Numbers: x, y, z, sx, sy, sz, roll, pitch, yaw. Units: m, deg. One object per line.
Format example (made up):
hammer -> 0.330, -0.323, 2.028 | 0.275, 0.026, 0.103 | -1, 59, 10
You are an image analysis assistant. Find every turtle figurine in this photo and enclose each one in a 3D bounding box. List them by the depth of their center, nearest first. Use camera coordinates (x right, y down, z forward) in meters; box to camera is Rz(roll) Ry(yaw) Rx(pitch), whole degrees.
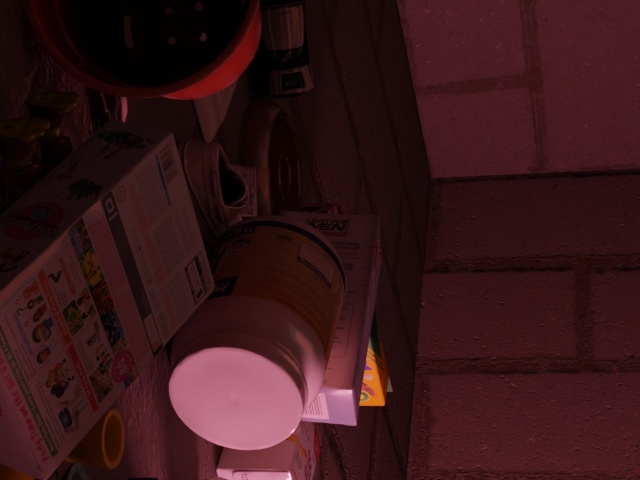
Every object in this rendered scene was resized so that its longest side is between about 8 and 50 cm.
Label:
turtle figurine -> -0.283, -0.047, 1.366 | 0.269, 0.087, 0.217 | -39, 135, -45

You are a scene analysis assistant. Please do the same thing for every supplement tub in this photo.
supplement tub -> -0.092, 0.133, 1.884 | 0.316, 0.228, 0.228 | -74, 158, -54

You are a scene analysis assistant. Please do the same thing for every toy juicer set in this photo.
toy juicer set -> -0.282, 0.303, 1.350 | 0.209, 0.089, 0.329 | 69, 23, -55

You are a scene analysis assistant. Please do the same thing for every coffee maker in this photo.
coffee maker -> -0.066, -0.359, 2.314 | 0.171, 0.120, 0.178 | -61, 147, -67

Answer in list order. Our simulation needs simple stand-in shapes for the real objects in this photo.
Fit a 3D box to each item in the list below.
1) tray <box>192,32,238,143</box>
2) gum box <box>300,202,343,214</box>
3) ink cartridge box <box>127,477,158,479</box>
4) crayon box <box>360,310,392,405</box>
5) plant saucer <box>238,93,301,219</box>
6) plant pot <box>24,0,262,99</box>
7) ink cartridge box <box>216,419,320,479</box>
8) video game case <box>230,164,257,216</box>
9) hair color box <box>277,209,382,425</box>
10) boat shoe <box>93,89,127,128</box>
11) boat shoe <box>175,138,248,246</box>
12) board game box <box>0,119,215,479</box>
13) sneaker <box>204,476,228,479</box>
tray -> -0.163, -0.289, 2.082 | 0.270, 0.030, 0.145 | -77, 161, -49
gum box -> 0.000, 0.000, 2.570 | 0.188, 0.107, 0.062 | 73, 20, -48
ink cartridge box -> -0.225, 0.422, 1.675 | 0.097, 0.046, 0.207 | -72, 156, -54
crayon box -> 0.013, 0.213, 2.380 | 0.323, 0.203, 0.083 | 75, 19, -44
plant saucer -> -0.086, -0.118, 2.354 | 0.310, 0.050, 0.311 | -2, 90, -78
plant pot -> -0.185, -0.287, 1.531 | 0.265, 0.272, 0.273 | 24, 64, -84
ink cartridge box -> -0.085, 0.365, 2.108 | 0.176, 0.127, 0.128 | -73, 158, -52
video game case -> -0.139, -0.084, 2.154 | 0.122, 0.011, 0.087 | -3, 91, -68
hair color box -> -0.008, 0.124, 2.158 | 0.114, 0.185, 0.375 | 82, 14, -49
boat shoe -> -0.265, -0.136, 1.603 | 0.046, 0.038, 0.125 | 30, -54, 55
boat shoe -> -0.153, -0.073, 1.959 | 0.267, 0.088, 0.096 | 69, 23, -55
board game box -> -0.248, 0.054, 1.289 | 0.303, 0.097, 0.224 | -50, 142, -38
sneaker -> -0.168, 0.467, 1.868 | 0.132, 0.086, 0.229 | 21, 57, -71
